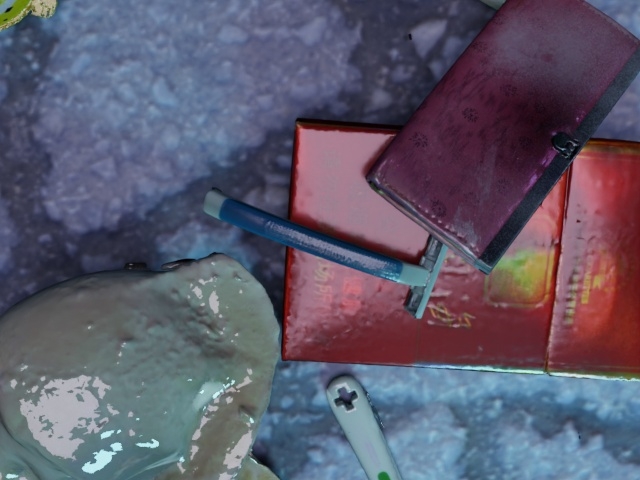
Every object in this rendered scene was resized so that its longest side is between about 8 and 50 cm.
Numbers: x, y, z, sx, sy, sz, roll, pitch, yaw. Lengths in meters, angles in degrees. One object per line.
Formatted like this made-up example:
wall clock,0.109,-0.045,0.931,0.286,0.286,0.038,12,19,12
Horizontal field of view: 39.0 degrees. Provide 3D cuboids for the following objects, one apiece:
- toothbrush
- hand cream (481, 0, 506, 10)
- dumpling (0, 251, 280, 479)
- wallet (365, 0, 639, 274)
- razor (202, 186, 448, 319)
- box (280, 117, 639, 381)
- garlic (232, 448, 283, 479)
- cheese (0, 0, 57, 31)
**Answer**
toothbrush,0.102,0.312,0.841,0.042,0.040,0.418,-24,100,5
hand cream,0.073,-0.264,0.727,0.276,0.059,0.095,21,100,-10
dumpling,-0.165,0.133,0.719,0.243,0.175,0.227,-29,79,29
wallet,0.147,-0.097,0.695,0.119,0.025,0.232,37,75,9
razor,0.000,0.001,0.694,0.191,0.037,0.068,19,101,-3
box,0.127,0.006,0.760,0.313,0.089,0.198,3,100,-2
garlic,-0.098,0.252,0.801,0.124,0.099,0.174,-35,101,20
cheese,-0.323,-0.250,0.712,0.250,0.064,0.157,22,98,-8
